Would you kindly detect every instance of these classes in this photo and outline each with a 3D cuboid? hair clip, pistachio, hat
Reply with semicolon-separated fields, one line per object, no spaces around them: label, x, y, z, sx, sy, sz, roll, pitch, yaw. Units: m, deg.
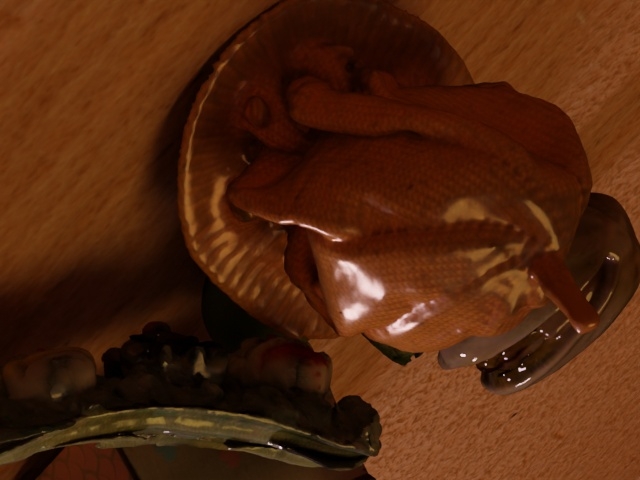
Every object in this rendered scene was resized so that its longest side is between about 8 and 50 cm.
hair clip;-0.118;0.093;1.105;0.321;0.091;0.138;1;177;-34
pistachio;0.188;0.045;1.616;0.129;0.131;0.206;35;111;-23
hat;0.074;0.006;1.063;0.233;0.233;0.244;-10;121;-36

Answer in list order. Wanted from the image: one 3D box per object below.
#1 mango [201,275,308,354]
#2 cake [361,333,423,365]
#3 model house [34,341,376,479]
mango;0.000;0.002;1.235;0.191;0.085;0.122;-42;155;0
cake;0.074;0.009;1.454;0.100;0.099;0.235;-52;178;17
model house;-0.118;0.215;1.345;0.244;0.169;0.326;-25;159;-23
